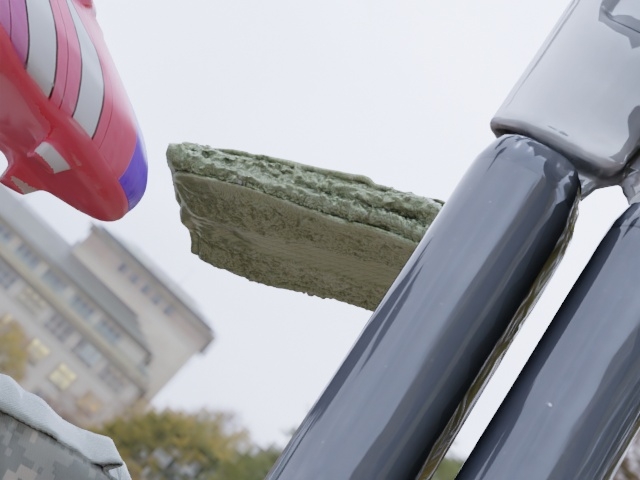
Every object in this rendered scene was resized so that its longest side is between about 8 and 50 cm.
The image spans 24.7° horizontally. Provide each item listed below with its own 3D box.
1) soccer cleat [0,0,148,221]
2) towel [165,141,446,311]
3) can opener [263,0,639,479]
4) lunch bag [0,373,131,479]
[{"bbox_3d":[-0.124,-0.120,0.491,0.248,0.095,0.083,52,-24,-7],"label":"soccer cleat"},{"bbox_3d":[0.000,0.000,0.694,0.148,0.027,0.110,14,-25,14],"label":"towel"},{"bbox_3d":[0.059,0.000,0.352,0.074,0.280,0.093,27,-22,19],"label":"can opener"},{"bbox_3d":[-0.288,0.174,0.908,0.235,0.287,0.169,43,11,-41],"label":"lunch bag"}]
